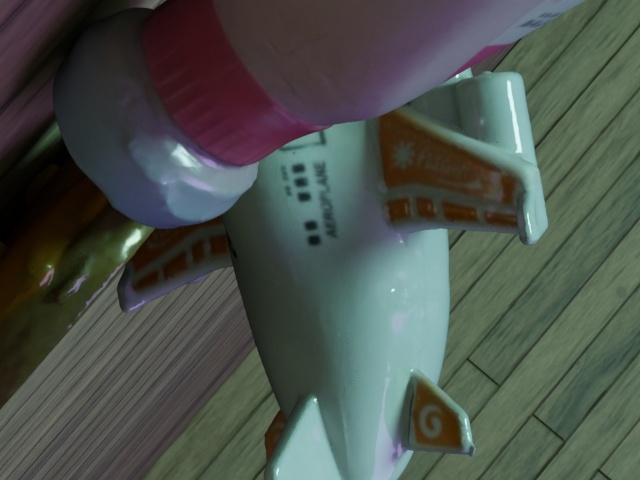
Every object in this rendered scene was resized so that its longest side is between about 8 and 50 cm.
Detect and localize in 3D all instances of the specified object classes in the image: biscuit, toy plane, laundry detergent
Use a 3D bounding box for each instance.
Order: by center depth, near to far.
[{"bbox_3d":[0.055,-0.111,0.517,0.335,0.088,0.159,-30,-168,28],"label":"laundry detergent"},{"bbox_3d":[-0.107,0.001,0.684,0.170,0.050,0.170,-49,-174,7],"label":"biscuit"},{"bbox_3d":[0.000,0.000,0.758,0.117,0.244,0.244,-5,140,-50],"label":"toy plane"}]
